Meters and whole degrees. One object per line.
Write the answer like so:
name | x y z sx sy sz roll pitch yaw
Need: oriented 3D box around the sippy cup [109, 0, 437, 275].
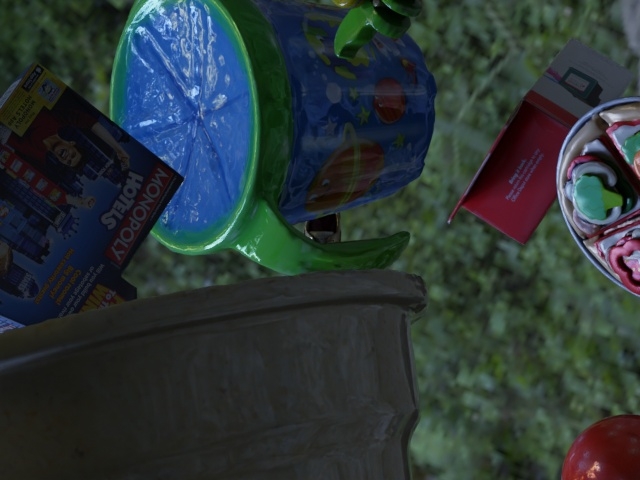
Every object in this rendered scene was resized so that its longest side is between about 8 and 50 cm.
sippy cup | -0.030 -0.112 1.588 0.240 0.224 0.306 -6 91 52

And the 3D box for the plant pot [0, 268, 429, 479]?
plant pot | -0.076 0.206 0.807 0.333 0.333 0.306 -22 77 37

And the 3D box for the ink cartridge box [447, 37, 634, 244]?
ink cartridge box | 0.212 -0.089 1.751 0.078 0.231 0.134 32 123 6

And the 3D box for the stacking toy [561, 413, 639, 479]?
stacking toy | 0.173 0.261 1.251 0.141 0.141 0.330 19 114 9

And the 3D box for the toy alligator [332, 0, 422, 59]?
toy alligator | 0.057 -0.189 1.111 0.051 0.056 0.190 42 117 43

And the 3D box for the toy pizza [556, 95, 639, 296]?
toy pizza | 0.286 -0.027 1.558 0.201 0.032 0.201 21 129 28

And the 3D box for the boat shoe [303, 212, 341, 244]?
boat shoe | 0.000 0.000 2.146 0.050 0.135 0.045 -3 157 3

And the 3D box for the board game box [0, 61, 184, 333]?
board game box | -0.197 0.004 1.365 0.194 0.194 0.060 40 157 -18
